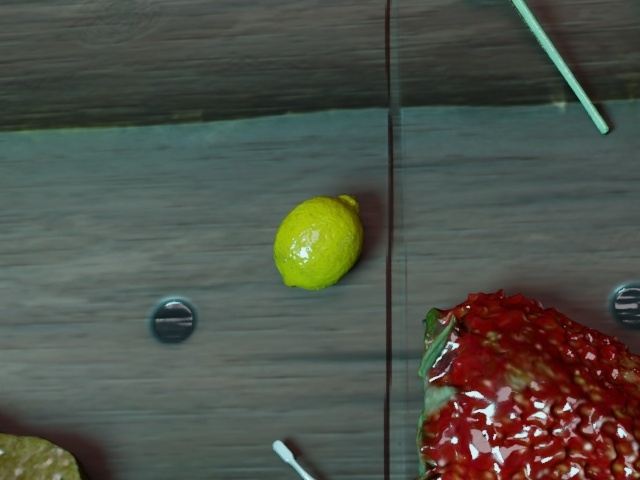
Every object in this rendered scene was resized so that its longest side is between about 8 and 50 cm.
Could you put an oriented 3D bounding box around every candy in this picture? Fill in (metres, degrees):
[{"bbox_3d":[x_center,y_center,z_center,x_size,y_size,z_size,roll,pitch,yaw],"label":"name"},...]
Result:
[{"bbox_3d":[0.166,-0.163,0.921,0.061,0.061,0.203,-28,72,-5],"label":"candy"}]

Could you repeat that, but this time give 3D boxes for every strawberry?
[{"bbox_3d":[0.159,0.102,0.767,0.208,0.087,0.167,1,63,7],"label":"strawberry"}]

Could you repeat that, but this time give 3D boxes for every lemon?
[{"bbox_3d":[0.000,0.000,0.852,0.062,0.062,0.083,30,72,20],"label":"lemon"}]

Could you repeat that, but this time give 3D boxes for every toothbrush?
[{"bbox_3d":[0.013,0.181,0.791,0.011,0.013,0.131,-45,67,-2],"label":"toothbrush"}]

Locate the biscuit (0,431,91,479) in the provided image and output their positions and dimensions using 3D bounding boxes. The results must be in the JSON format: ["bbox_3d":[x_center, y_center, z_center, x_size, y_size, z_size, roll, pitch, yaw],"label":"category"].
[{"bbox_3d":[-0.289,0.238,0.788,0.272,0.049,0.257,1,62,7],"label":"biscuit"}]
